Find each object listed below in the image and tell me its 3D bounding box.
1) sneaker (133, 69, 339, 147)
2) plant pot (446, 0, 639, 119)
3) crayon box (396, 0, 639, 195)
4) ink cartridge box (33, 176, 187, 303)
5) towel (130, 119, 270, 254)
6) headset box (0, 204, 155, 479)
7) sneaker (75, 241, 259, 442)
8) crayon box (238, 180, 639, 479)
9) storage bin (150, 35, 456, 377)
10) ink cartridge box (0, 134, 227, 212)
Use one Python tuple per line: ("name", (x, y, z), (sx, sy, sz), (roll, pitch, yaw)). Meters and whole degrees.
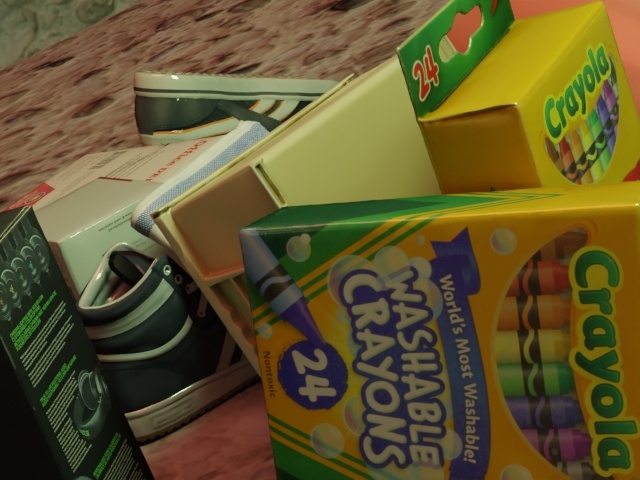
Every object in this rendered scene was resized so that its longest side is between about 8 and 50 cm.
("sneaker", (-0.104, -0.145, 2.146), (0.126, 0.127, 0.321), (8, 9, 44))
("plant pot", (0.268, -0.115, 1.496), (0.275, 0.275, 0.243), (-30, 33, -24))
("crayon box", (0.169, -0.032, 1.250), (0.081, 0.318, 0.202), (-8, 23, 32))
("ink cartridge box", (-0.193, 0.047, 1.622), (0.127, 0.176, 0.128), (-30, 22, -32))
("towel", (0.000, 0.000, 1.517), (0.285, 0.034, 0.209), (29, 38, 15))
("headset box", (-0.302, 0.130, 1.353), (0.246, 0.283, 0.131), (-14, 20, 17))
("sneaker", (-0.091, 0.047, 1.551), (0.282, 0.153, 0.099), (-32, 23, -28))
("crayon box", (0.119, 0.072, 1.130), (0.323, 0.203, 0.083), (-4, 11, 23))
("storage bin", (0.055, 0.010, 1.351), (0.123, 0.260, 0.262), (-28, 7, 45))
("ink cartridge box", (-0.219, -0.031, 1.967), (0.237, 0.100, 0.172), (-5, 25, 40))
